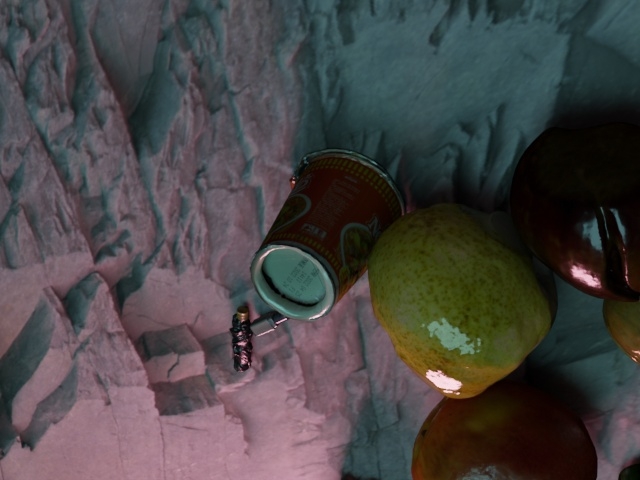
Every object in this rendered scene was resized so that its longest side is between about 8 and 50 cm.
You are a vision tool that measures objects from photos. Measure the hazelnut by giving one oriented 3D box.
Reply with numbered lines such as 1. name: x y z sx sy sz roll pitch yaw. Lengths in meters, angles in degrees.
1. hazelnut: 0.351 -0.037 1.154 0.234 0.218 0.218 40 144 45

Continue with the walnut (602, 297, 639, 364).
1. walnut: 0.466 0.104 1.217 0.206 0.159 0.159 22 131 13

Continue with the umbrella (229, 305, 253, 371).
1. umbrella: -0.140 0.174 1.668 0.037 0.040 0.144 53 149 44

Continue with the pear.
1. pear: 0.187 0.079 1.291 0.271 0.271 0.271 14 129 18

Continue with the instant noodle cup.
1. instant noodle cup: 0.000 0.000 1.349 0.193 0.212 0.193 14 128 19

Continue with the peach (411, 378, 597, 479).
1. peach: 0.279 0.345 1.441 0.281 0.238 0.281 1 94 8

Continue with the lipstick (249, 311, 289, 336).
1. lipstick: -0.072 0.133 1.612 0.107 0.025 0.025 -26 109 31

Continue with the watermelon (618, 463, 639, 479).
1. watermelon: 0.516 0.396 1.472 0.105 0.062 0.105 15 134 16
